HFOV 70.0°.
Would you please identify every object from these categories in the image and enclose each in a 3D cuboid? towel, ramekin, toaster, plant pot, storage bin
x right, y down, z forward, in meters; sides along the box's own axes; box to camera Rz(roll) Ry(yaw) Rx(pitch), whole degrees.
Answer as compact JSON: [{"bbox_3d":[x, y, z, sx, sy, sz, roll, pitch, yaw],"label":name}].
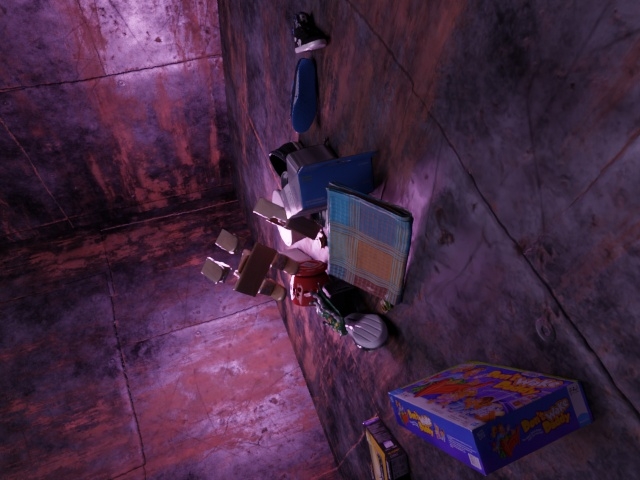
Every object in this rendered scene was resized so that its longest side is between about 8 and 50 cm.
[{"bbox_3d":[0.134,0.020,1.355,0.271,0.040,0.370,24,139,25],"label":"towel"},{"bbox_3d":[-0.127,-0.119,2.174,0.273,0.127,0.273,165,90,-73],"label":"ramekin"},{"bbox_3d":[-0.029,-0.255,1.660,0.186,0.168,0.110,89,155,-45],"label":"toaster"},{"bbox_3d":[-0.048,0.190,2.087,0.191,0.191,0.174,-148,48,-67],"label":"plant pot"},{"bbox_3d":[0.084,0.253,1.822,0.084,0.122,0.180,-132,31,-56],"label":"storage bin"}]

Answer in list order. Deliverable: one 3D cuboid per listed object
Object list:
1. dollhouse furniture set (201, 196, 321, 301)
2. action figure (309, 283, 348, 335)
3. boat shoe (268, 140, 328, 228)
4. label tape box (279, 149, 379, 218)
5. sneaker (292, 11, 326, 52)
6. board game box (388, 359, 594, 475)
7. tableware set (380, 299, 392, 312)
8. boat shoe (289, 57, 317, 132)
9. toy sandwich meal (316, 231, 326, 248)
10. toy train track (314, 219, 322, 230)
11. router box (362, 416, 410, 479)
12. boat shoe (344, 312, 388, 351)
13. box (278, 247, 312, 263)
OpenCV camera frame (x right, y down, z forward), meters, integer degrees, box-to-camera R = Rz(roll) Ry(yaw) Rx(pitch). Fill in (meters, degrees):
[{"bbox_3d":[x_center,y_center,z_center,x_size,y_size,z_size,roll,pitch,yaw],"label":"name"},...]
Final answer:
[{"bbox_3d":[-0.211,0.055,1.890,0.256,0.362,0.394,25,89,46],"label":"dollhouse furniture set"},{"bbox_3d":[0.033,0.277,1.710,0.232,0.063,0.137,42,142,46],"label":"action figure"},{"bbox_3d":[-0.079,-0.224,1.874,0.187,0.155,0.500,96,152,-48],"label":"boat shoe"},{"bbox_3d":[0.027,-0.163,1.417,0.333,0.240,0.106,160,94,-74],"label":"label tape box"},{"bbox_3d":[-0.047,-0.677,1.476,0.217,0.079,0.121,-139,35,-64],"label":"sneaker"},{"bbox_3d":[0.317,0.336,0.931,0.347,0.233,0.078,150,104,-73],"label":"board game box"},{"bbox_3d":[0.197,0.171,1.550,0.104,0.024,0.154,111,141,-64],"label":"tableware set"},{"bbox_3d":[-0.056,-0.524,1.657,0.089,0.108,0.258,-117,35,-56],"label":"boat shoe"},{"bbox_3d":[0.000,0.000,2.033,0.085,0.029,0.086,164,90,-74],"label":"toy sandwich meal"},{"bbox_3d":[-0.013,-0.069,2.041,0.083,0.014,0.048,-124,24,-46],"label":"toy train track"},{"bbox_3d":[0.277,0.931,1.884,0.243,0.081,0.309,-145,42,-66],"label":"router box"},{"bbox_3d":[0.178,0.340,1.655,0.119,0.121,0.335,52,171,-9],"label":"boat shoe"},{"bbox_3d":[-0.131,0.117,2.435,0.275,0.113,0.094,-149,45,-69],"label":"box"}]
